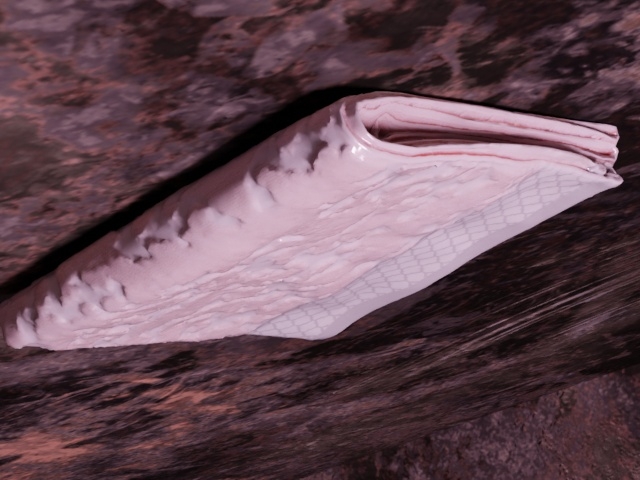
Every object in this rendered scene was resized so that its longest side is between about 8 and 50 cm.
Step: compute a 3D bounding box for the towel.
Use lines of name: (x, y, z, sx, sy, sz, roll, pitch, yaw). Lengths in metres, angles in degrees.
towel: (0.000, 0.000, 1.042, 0.332, 0.053, 0.317, -29, 160, 36)
